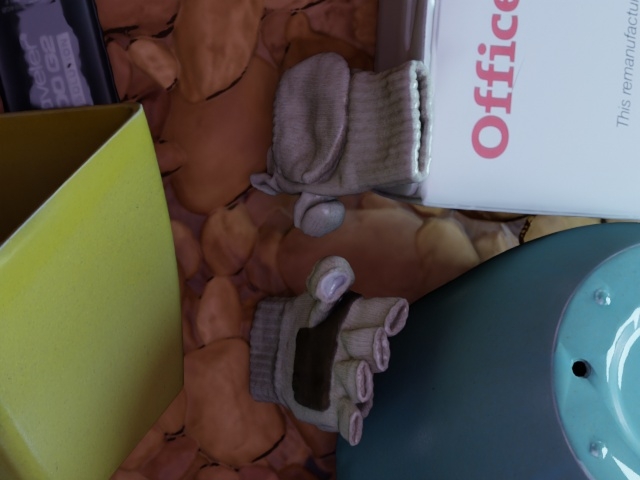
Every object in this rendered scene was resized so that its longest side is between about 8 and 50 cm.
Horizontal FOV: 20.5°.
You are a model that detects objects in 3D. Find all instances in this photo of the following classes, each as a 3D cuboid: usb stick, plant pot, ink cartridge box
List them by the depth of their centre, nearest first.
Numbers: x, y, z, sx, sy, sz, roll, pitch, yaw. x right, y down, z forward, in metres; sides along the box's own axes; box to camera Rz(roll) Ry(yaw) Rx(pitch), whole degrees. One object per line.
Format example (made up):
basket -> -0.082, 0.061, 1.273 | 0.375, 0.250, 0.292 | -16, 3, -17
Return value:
plant pot -> -0.204, 0.056, 1.066 | 0.212, 0.212, 0.187 | -51, 129, -43
plant pot -> 0.183, 0.120, 1.095 | 0.293, 0.235, 0.293 | 6, 69, -15
usb stick -> -0.167, -0.078, 1.163 | 0.077, 0.045, 0.278 | -14, 97, -2
ink cartridge box -> 0.241, -0.156, 1.167 | 0.395, 0.166, 0.285 | 3, 93, -11

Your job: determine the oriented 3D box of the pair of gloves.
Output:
pair of gloves -> 0.000, 0.000, 1.119 | 0.042, 0.204, 0.240 | 5, 94, -26
